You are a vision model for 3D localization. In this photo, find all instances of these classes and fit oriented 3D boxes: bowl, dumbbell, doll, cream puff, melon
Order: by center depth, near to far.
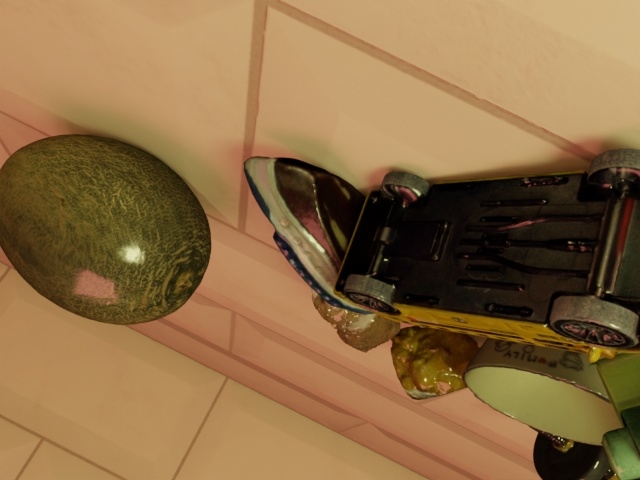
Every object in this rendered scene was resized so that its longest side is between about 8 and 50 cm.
[{"bbox_3d":[0.295,0.159,0.705,0.211,0.112,0.211,22,156,10],"label":"bowl"},{"bbox_3d":[-0.310,-0.020,0.802,0.329,0.248,0.248,28,157,14],"label":"melon"},{"bbox_3d":[0.061,0.108,0.846,0.115,0.105,0.221,7,148,24],"label":"doll"},{"bbox_3d":[0.183,0.178,0.867,0.146,0.116,0.146,-16,162,-6],"label":"cream puff"},{"bbox_3d":[0.458,0.364,0.908,0.325,0.143,0.143,33,155,-11],"label":"dumbbell"}]

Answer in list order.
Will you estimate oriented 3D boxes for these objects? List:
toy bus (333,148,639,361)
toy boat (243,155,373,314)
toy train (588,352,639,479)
[{"bbox_3d":[0.172,0.022,0.524,0.151,0.145,0.331,35,159,-36],"label":"toy bus"},{"bbox_3d":[0.000,0.000,0.678,0.115,0.114,0.262,-1,136,40],"label":"toy boat"},{"bbox_3d":[0.343,0.111,0.440,0.253,0.157,0.105,-23,111,19],"label":"toy train"}]
